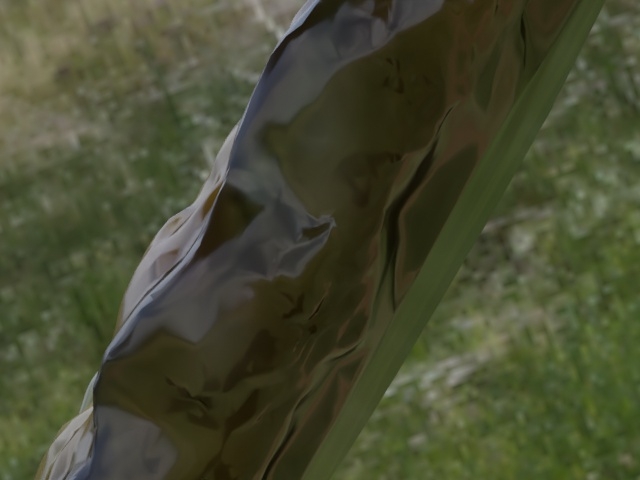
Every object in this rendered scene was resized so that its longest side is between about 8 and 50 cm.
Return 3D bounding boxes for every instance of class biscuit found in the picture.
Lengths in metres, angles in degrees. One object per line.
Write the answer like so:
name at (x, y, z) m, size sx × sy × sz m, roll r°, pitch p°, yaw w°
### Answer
biscuit at (0.000, 0.000, 0.544) m, size 0.335 × 0.078 × 0.329 m, roll -61°, pitch -3°, yaw 3°
